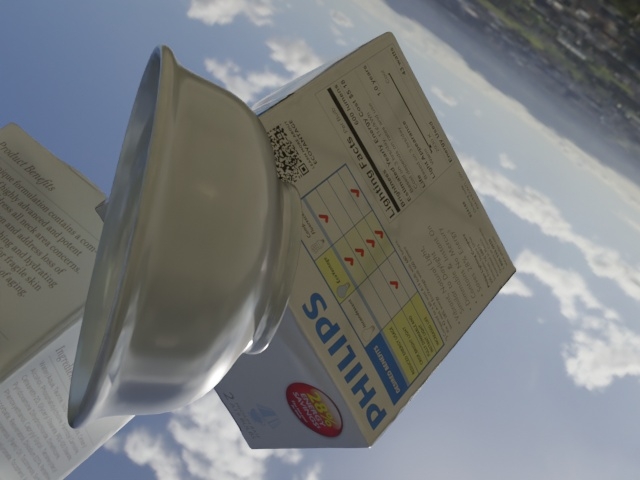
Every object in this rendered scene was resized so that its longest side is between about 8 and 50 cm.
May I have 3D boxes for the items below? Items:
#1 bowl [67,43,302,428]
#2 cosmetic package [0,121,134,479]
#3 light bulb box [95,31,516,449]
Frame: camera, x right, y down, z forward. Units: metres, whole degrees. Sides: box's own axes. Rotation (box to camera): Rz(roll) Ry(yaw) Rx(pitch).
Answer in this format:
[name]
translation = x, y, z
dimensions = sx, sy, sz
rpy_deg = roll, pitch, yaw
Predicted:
[bowl]
translation = -0.100, 0.009, 0.655
dimensions = 0.134, 0.298, 0.298
rpy_deg = 14, -157, -18
[cosmetic package]
translation = -0.439, 0.125, 1.133
dimensions = 0.329, 0.393, 0.327
rpy_deg = 37, 150, 24
[light bulb box]
translation = 0.000, 0.000, 1.002
dimensions = 0.361, 0.225, 0.358
rpy_deg = -40, -74, -40
